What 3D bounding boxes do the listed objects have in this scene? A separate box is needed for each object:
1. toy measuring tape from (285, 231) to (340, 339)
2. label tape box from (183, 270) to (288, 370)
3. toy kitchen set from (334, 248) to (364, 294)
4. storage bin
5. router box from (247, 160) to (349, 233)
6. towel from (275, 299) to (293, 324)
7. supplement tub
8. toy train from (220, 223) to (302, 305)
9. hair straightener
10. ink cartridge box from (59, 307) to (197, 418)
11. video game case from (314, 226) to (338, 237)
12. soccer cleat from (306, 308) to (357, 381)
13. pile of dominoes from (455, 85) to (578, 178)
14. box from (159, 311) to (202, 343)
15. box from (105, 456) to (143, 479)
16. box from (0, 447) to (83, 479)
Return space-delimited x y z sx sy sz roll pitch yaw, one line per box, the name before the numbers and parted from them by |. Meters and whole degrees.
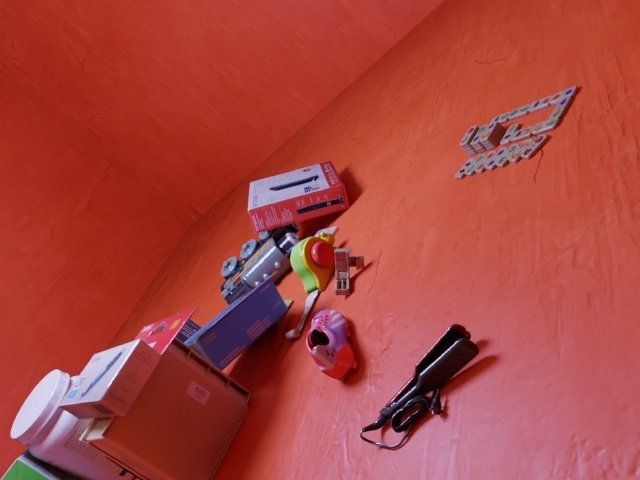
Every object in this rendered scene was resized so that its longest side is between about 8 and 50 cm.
toy measuring tape | -0.043 0.092 1.441 0.121 0.121 0.330 -29 27 47
label tape box | -0.212 0.220 1.418 0.240 0.106 0.333 -41 3 -28
toy kitchen set | 0.067 0.071 1.308 0.068 0.083 0.075 -2 30 5
storage bin | -0.327 0.388 1.249 0.123 0.262 0.260 -27 28 48
router box | -0.080 -0.150 1.848 0.301 0.082 0.335 -15 21 -1
towel | -0.108 0.195 1.547 0.083 0.009 0.060 -57 20 -21
supplement tub | -0.654 0.528 1.580 0.235 0.325 0.235 -35 31 24
toy train | -0.186 0.081 1.789 0.334 0.142 0.190 -44 30 10
hair straightener | 0.143 0.226 0.831 0.230 0.047 0.089 -45 18 11
ink cartridge box | -0.421 0.253 1.218 0.296 0.066 0.261 -23 31 48
video game case | 0.000 0.000 1.696 0.087 0.011 0.122 -56 19 -20
soccer cleat | 0.009 0.190 1.143 0.083 0.095 0.248 -46 18 9
pile of dominoes | 0.397 -0.233 1.199 0.196 0.040 0.251 -55 18 -21
box | -0.444 0.357 1.769 0.108 0.153 0.207 -39 20 29
box | -0.458 0.529 1.434 0.093 0.158 0.156 -53 18 -15
box | -0.732 0.688 1.534 0.127 0.262 0.231 -55 11 -19
